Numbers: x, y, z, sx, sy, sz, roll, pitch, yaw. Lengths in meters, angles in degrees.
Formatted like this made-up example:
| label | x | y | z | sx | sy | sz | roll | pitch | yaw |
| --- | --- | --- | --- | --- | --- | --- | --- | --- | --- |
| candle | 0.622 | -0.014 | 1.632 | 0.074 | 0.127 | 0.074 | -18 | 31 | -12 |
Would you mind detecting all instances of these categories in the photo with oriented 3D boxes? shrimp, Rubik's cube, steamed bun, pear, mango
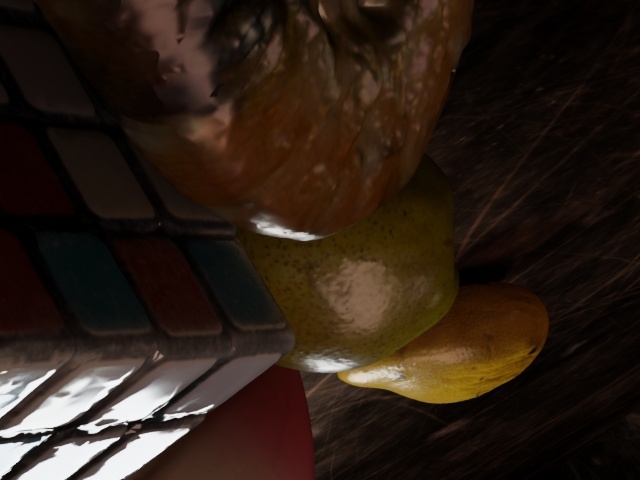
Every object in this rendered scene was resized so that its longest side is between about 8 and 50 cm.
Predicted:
| label | x | y | z | sx | sy | sz | roll | pitch | yaw |
| --- | --- | --- | --- | --- | --- | --- | --- | --- | --- |
| shrimp | -0.033 | -0.173 | 0.776 | 0.272 | 0.085 | 0.445 | -62 | 143 | -13 |
| Rubik's cube | -0.214 | 0.016 | 0.840 | 0.259 | 0.253 | 0.256 | -38 | 162 | 24 |
| steamed bun | -0.128 | 0.185 | 1.425 | 0.309 | 0.309 | 0.309 | -28 | 162 | -10 |
| pear | 0.000 | -0.001 | 1.272 | 0.198 | 0.198 | 0.198 | -28 | 162 | -10 |
| mango | 0.139 | 0.113 | 1.925 | 0.262 | 0.109 | 0.157 | -14 | 160 | -38 |
